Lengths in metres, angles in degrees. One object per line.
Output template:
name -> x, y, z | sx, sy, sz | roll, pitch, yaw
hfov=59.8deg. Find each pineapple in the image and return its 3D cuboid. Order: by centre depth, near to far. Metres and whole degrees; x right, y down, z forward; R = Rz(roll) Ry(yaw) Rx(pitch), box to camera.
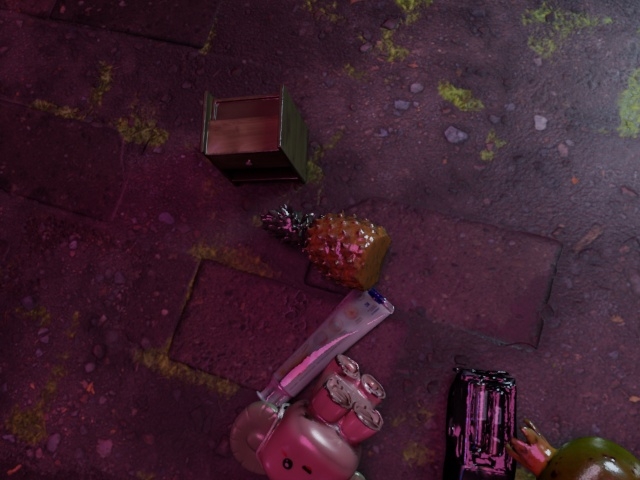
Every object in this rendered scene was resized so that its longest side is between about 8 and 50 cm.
pineapple -> 0.000, 0.000, 1.171 | 0.279, 0.158, 0.157 | 21, 80, 27

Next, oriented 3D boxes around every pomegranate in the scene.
pomegranate -> 0.440, 0.403, 0.932 | 0.198, 0.198, 0.245 | -26, 73, 4

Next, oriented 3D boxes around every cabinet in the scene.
cabinet -> -0.137, -0.215, 1.208 | 0.175, 0.215, 0.148 | -1, 75, 12

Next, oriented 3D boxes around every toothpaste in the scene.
toothpaste -> 0.006, 0.219, 1.146 | 0.323, 0.066, 0.100 | -43, 64, -6

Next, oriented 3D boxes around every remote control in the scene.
remote control -> 0.296, 0.441, 1.023 | 0.145, 0.062, 0.398 | 3, 76, 12

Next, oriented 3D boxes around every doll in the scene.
doll -> -0.011, 0.381, 1.058 | 0.284, 0.216, 0.268 | 41, 109, -1
